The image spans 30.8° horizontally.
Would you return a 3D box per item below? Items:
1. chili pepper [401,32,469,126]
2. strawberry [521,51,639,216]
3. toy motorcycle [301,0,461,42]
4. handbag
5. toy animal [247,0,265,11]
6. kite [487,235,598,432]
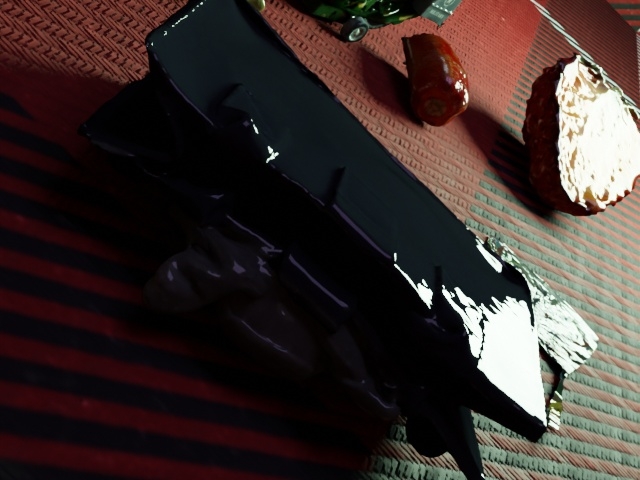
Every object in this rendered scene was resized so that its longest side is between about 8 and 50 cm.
[{"bbox_3d":[0.125,-0.173,1.260,0.071,0.073,0.123,7,36,-9],"label":"chili pepper"},{"bbox_3d":[0.297,-0.110,1.426,0.190,0.111,0.236,50,45,-19],"label":"strawberry"},{"bbox_3d":[0.063,-0.300,1.207,0.275,0.187,0.124,5,48,-58],"label":"toy motorcycle"},{"bbox_3d":[0.000,0.000,0.736,0.326,0.118,0.269,42,18,-9],"label":"handbag"},{"bbox_3d":[-0.092,-0.255,1.005,0.098,0.098,0.137,58,10,23],"label":"toy animal"},{"bbox_3d":[0.186,0.084,1.039,0.152,0.015,0.285,44,21,0],"label":"kite"}]
